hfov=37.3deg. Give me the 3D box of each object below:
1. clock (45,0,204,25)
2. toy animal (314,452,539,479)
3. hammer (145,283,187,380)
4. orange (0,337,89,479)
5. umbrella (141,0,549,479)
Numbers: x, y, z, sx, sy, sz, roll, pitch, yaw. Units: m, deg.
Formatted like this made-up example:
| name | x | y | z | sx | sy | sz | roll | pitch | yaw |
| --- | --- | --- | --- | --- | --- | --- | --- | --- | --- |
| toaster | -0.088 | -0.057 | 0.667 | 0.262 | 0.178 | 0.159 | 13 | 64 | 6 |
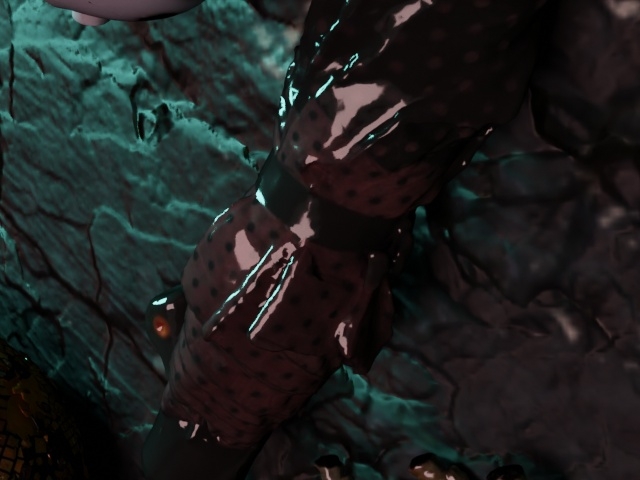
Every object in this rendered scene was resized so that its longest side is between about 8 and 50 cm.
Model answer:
| name | x | y | z | sx | sy | sz | roll | pitch | yaw |
| --- | --- | --- | --- | --- | --- | --- | --- | --- | --- |
| clock | -0.074 | -0.191 | 0.349 | 0.189 | 0.189 | 0.254 | 29 | 134 | 26 |
| toy animal | 0.021 | 0.234 | 0.443 | 0.243 | 0.087 | 0.260 | -8 | 96 | 25 |
| hammer | -0.051 | 0.164 | 0.531 | 0.111 | 0.033 | 0.287 | -5 | 103 | 38 |
| orange | -0.256 | 0.156 | 0.596 | 0.234 | 0.182 | 0.234 | 19 | 117 | 45 |
| umbrella | 0.000 | 0.000 | 0.394 | 0.094 | 0.090 | 0.326 | 38 | 122 | 21 |
